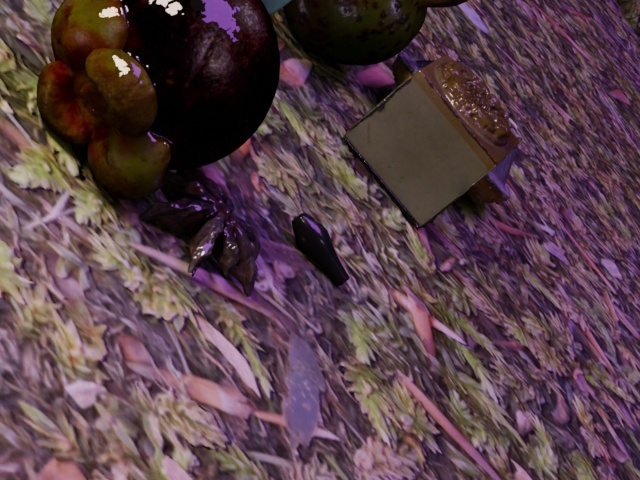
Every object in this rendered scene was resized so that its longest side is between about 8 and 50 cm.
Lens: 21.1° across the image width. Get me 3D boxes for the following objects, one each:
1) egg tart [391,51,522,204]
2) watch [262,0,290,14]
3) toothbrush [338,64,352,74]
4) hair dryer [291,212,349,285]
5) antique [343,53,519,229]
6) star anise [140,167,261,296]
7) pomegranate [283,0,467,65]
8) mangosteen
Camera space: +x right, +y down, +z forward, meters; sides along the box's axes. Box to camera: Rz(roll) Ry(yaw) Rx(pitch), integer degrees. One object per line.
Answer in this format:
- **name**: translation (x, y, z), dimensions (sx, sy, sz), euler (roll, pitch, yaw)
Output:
- **egg tart**: translation (0.181, -0.153, 2.169), dimensions (0.234, 0.094, 0.234), euler (51, 11, -14)
- **watch**: translation (-0.092, -0.317, 1.794), dimensions (0.211, 0.193, 0.211), euler (43, 22, -22)
- **toothbrush**: translation (-0.007, -0.269, 2.145), dimensions (0.014, 0.017, 0.162), euler (-26, 75, -30)
- **hair dryer**: translation (0.000, 0.000, 1.675), dimensions (0.079, 0.031, 0.083), euler (55, 10, -16)
- **antique**: translation (0.135, -0.121, 1.986), dimensions (0.146, 0.148, 0.152), euler (51, 22, 0)
- **star anise**: translation (-0.097, -0.017, 1.474), dimensions (0.141, 0.042, 0.141), euler (43, 20, -19)
- **pomegranate**: translation (0.068, -0.305, 2.054), dimensions (0.202, 0.248, 0.202), euler (-5, 90, -71)
- **mangosteen**: translation (-0.135, -0.149, 1.424), dimensions (0.210, 0.210, 0.210), euler (42, 22, -21)
